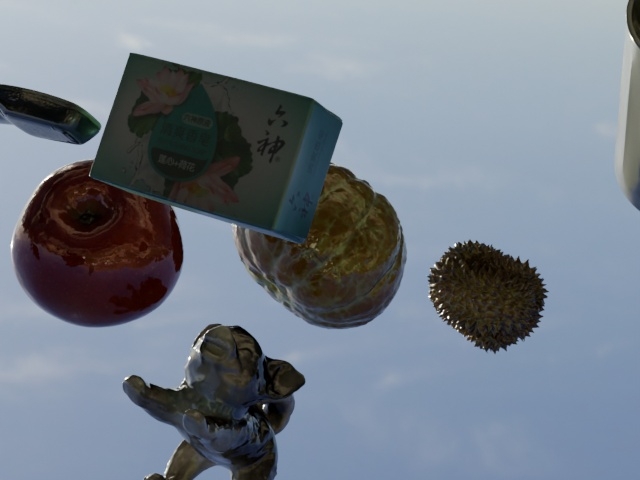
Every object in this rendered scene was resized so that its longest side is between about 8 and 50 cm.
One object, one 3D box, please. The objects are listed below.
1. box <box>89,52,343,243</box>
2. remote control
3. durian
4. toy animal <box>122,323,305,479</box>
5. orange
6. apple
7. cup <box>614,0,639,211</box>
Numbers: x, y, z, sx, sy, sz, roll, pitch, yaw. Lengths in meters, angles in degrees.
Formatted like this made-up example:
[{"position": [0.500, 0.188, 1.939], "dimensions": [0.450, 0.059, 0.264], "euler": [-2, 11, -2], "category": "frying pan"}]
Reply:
[{"position": [-0.117, -0.104, 1.593], "dimensions": [0.244, 0.153, 0.092], "euler": [16, 176, 24], "category": "box"}, {"position": [-0.347, -0.152, 1.700], "dimensions": [0.222, 0.042, 0.072], "euler": [14, 160, 39], "category": "remote control"}, {"position": [0.215, 0.072, 1.833], "dimensions": [0.168, 0.137, 0.158], "euler": [21, 168, 35], "category": "durian"}, {"position": [-0.141, 0.250, 2.202], "dimensions": [0.194, 0.344, 0.303], "euler": [23, -132, 24], "category": "toy animal"}, {"position": [0.000, 0.000, 2.466], "dimensions": [0.329, 0.249, 0.329], "euler": [34, 161, 13], "category": "orange"}, {"position": [-0.338, 0.002, 2.155], "dimensions": [0.260, 0.260, 0.216], "euler": [11, 155, 6], "category": "apple"}, {"position": [0.500, -0.211, 1.912], "dimensions": [0.236, 0.327, 0.323], "euler": [-17, -128, -4], "category": "cup"}]
